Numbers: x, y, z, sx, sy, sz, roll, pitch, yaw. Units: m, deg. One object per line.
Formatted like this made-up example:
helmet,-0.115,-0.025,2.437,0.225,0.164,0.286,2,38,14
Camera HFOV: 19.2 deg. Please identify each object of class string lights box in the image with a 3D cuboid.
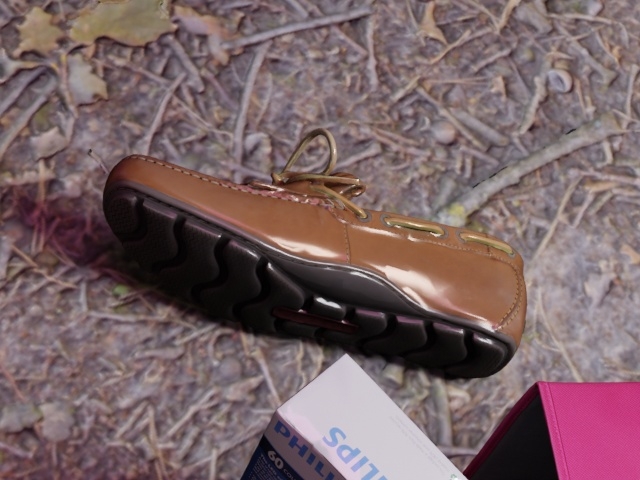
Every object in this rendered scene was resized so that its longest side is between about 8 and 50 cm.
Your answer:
string lights box,0.007,0.207,1.428,0.077,0.259,0.133,-37,76,-30

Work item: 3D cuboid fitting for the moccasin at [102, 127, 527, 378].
moccasin,0.001,-0.002,1.621,0.380,0.139,0.147,14,57,-8

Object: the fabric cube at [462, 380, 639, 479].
fabric cube,0.267,0.271,1.470,0.258,0.254,0.259,1,60,-17
